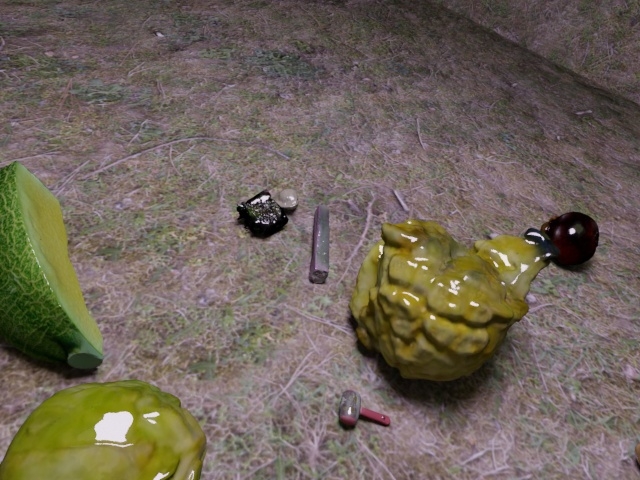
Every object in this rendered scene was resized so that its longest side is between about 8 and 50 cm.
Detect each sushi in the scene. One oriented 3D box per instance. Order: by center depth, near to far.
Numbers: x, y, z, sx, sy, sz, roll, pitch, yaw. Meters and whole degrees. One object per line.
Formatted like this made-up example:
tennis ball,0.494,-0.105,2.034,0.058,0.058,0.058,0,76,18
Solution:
sushi,-0.124,-0.049,0.917,0.084,0.056,0.083,-29,66,-39

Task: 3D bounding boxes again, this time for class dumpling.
dumpling,-0.078,-0.090,0.983,0.059,0.043,0.077,-13,50,1

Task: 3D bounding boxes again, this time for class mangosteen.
mangosteen,0.580,-0.007,1.045,0.140,0.140,0.140,8,43,-8

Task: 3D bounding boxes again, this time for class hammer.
hammer,0.068,0.262,0.668,0.083,0.031,0.053,23,45,-7

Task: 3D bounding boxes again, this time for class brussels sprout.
brussels sprout,-0.236,0.259,0.477,0.223,0.161,0.223,3,46,-3

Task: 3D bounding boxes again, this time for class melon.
melon,-0.426,0.054,0.651,0.124,0.196,0.323,4,40,-54

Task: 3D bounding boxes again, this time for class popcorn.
popcorn,0.185,0.085,0.732,0.292,0.237,0.293,7,47,-7

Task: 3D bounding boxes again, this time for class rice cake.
rice cake,0.000,0.000,0.909,0.036,0.047,0.207,21,42,-17

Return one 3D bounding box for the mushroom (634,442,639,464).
mushroom,0.601,0.350,0.708,0.202,0.059,0.054,8,27,-14
